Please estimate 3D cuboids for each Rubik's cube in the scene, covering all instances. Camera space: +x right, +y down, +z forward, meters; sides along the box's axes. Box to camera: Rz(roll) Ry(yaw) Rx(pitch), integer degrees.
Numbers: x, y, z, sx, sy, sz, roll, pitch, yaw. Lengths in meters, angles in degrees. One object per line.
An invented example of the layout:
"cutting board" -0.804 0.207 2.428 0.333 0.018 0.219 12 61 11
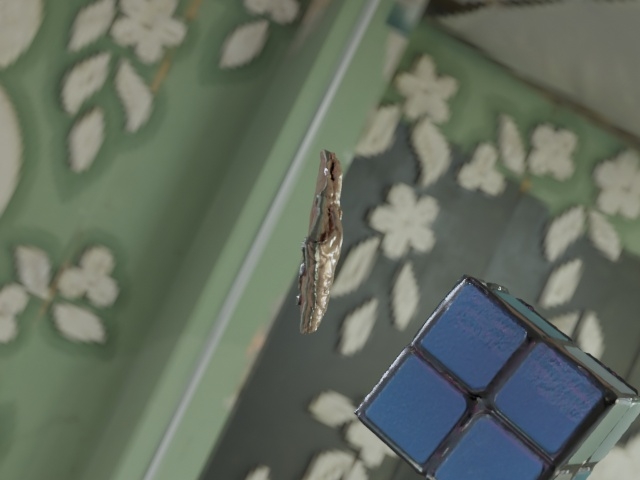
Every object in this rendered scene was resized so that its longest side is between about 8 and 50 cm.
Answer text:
"Rubik's cube" 0.168 0.152 1.495 0.183 0.167 0.180 41 8 18

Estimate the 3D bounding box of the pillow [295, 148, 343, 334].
"pillow" 0.000 0.000 1.826 0.043 0.126 0.232 9 29 -2
